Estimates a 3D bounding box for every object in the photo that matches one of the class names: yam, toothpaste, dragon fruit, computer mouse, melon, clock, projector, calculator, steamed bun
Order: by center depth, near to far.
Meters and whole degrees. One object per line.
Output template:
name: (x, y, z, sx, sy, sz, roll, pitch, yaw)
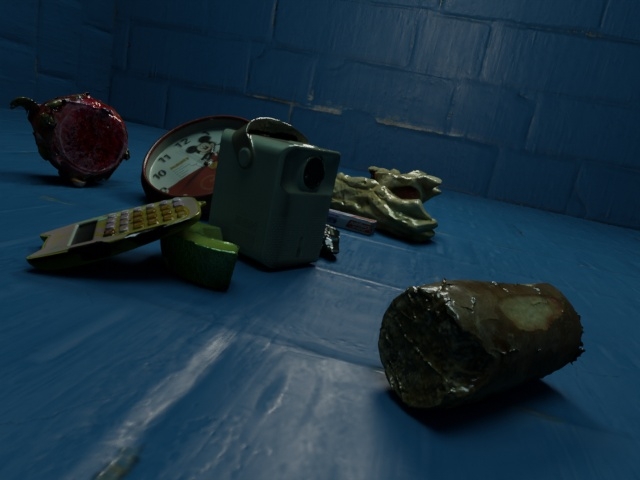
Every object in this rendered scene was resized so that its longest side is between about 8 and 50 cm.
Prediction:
yam: (0.174, 0.104, 0.540, 0.238, 0.129, 0.128, 0, 52, -38)
calculator: (-0.276, -0.016, 0.696, 0.236, 0.033, 0.157, -19, 21, -14)
melon: (-0.187, 0.012, 0.751, 0.118, 0.064, 0.209, 7, 11, -13)
projector: (-0.083, -0.089, 0.867, 0.177, 0.243, 0.163, 20, 13, 37)
computer mouse: (0.000, 0.000, 0.987, 0.079, 0.047, 0.135, 15, 21, -14)
dragon fruit: (-0.565, -0.237, 1.153, 0.147, 0.211, 0.282, 34, 4, 41)
clock: (-0.262, -0.177, 1.154, 0.318, 0.080, 0.318, -5, 49, 6)
toothpaste: (0.048, -0.057, 1.282, 0.196, 0.040, 0.047, 16, 16, 18)
steamed bun: (0.200, -0.131, 1.428, 0.247, 0.189, 0.428, 10, 10, -38)
